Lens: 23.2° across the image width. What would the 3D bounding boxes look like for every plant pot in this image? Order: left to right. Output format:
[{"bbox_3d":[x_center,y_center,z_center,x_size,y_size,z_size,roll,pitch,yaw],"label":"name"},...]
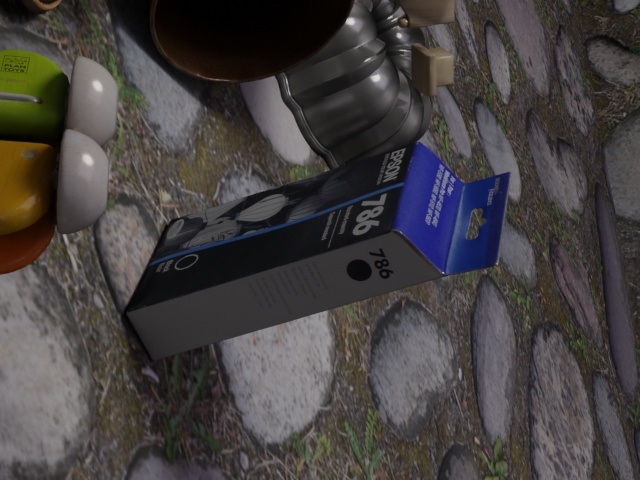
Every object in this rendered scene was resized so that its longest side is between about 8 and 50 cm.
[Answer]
[{"bbox_3d":[-0.097,-0.321,1.627,0.215,0.215,0.230,42,22,-51],"label":"plant pot"}]

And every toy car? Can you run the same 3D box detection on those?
[{"bbox_3d":[-0.234,-0.056,1.159,0.136,0.159,0.182,100,-8,-50],"label":"toy car"}]

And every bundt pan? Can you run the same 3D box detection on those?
[{"bbox_3d":[0.047,-0.250,1.990,0.331,0.124,0.331,49,31,-44],"label":"bundt pan"}]

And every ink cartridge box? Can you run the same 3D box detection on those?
[{"bbox_3d":[0.000,0.000,1.384,0.165,0.333,0.065,-73,142,-58],"label":"ink cartridge box"}]

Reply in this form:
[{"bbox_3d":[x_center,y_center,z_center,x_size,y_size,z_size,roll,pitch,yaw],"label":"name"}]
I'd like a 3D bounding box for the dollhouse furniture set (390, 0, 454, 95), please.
[{"bbox_3d":[0.004,-0.358,1.691,0.303,0.174,0.355,-133,-144,-60],"label":"dollhouse furniture set"}]

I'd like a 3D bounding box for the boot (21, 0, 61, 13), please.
[{"bbox_3d":[-0.214,-0.317,1.430,0.305,0.115,0.112,-77,145,-50],"label":"boot"}]
